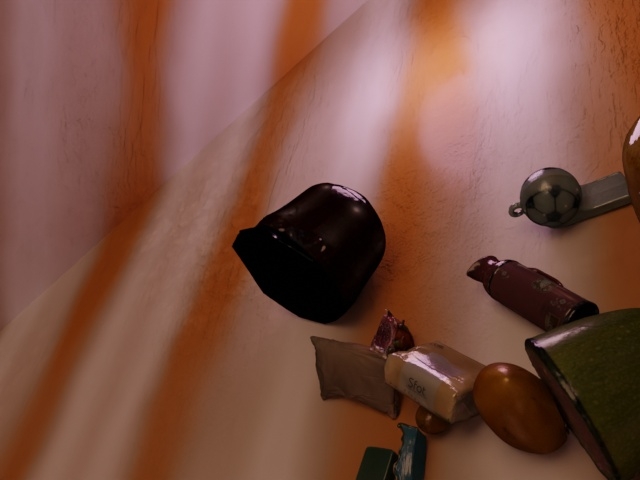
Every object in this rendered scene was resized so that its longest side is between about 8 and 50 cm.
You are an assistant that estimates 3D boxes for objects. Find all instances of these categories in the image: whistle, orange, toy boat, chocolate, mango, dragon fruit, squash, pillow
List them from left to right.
[{"bbox_3d":[0.000,0.000,1.932,0.384,0.383,0.331,6,50,43],"label":"chocolate"},{"bbox_3d":[0.080,0.338,1.704,0.270,0.067,0.173,1,97,43],"label":"pillow"},{"bbox_3d":[0.192,0.259,1.709,0.096,0.102,0.147,5,65,51],"label":"dragon fruit"},{"bbox_3d":[0.180,0.498,1.490,0.077,0.075,0.185,-10,51,30],"label":"toy boat"},{"bbox_3d":[0.254,0.399,1.530,0.085,0.085,0.085,-23,40,21],"label":"orange"},{"bbox_3d":[0.385,0.322,1.348,0.138,0.257,0.187,-40,38,-1],"label":"mango"},{"bbox_3d":[0.610,-0.120,1.695,0.290,0.163,0.163,-22,40,22],"label":"whistle"},{"bbox_3d":[0.586,0.246,1.233,0.309,0.310,0.310,-30,38,6],"label":"squash"}]

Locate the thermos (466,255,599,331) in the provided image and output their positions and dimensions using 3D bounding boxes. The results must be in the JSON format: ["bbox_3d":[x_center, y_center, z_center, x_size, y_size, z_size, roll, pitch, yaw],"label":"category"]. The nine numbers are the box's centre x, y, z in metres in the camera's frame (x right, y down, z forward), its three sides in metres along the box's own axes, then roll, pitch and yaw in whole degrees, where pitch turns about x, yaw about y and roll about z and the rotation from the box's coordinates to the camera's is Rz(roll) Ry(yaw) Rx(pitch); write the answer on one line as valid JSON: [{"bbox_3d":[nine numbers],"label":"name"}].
[{"bbox_3d":[0.492,0.113,1.593,0.136,0.109,0.330,-45,37,-7],"label":"thermos"}]

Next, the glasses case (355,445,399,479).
[{"bbox_3d":[0.115,0.556,1.515,0.078,0.039,0.184,-4,50,37],"label":"glasses case"}]

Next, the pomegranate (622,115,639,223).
[{"bbox_3d":[0.811,-0.151,1.372,0.417,0.416,0.416,-23,40,21],"label":"pomegranate"}]

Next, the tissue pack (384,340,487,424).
[{"bbox_3d":[0.277,0.312,1.529,0.186,0.090,0.222,-8,22,-35],"label":"tissue pack"}]
